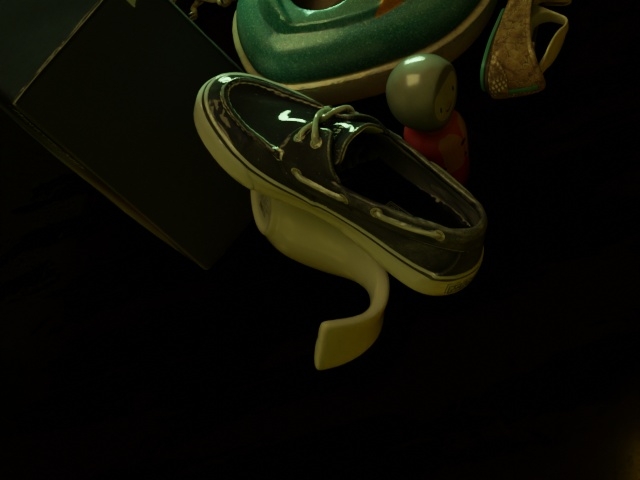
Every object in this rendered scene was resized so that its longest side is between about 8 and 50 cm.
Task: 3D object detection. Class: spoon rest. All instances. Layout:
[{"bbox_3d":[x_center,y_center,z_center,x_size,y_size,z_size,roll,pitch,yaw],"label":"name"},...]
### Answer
[{"bbox_3d":[0.000,0.000,1.764,0.084,0.137,0.276,-4,44,-17],"label":"spoon rest"}]

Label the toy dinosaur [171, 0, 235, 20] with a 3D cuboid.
[{"bbox_3d":[-0.145,-0.301,2.208,0.092,0.053,0.183,-27,48,2],"label":"toy dinosaur"}]

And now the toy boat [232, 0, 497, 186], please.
[{"bbox_3d":[0.063,-0.189,1.795,0.267,0.148,0.318,-23,48,-2],"label":"toy boat"}]

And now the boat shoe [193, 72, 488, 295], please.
[{"bbox_3d":[0.017,-0.071,1.682,0.301,0.102,0.108,38,59,19],"label":"boat shoe"}]

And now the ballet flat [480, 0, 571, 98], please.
[{"bbox_3d":[0.200,-0.214,1.795,0.067,0.073,0.206,7,62,15],"label":"ballet flat"}]

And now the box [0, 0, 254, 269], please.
[{"bbox_3d":[-0.213,-0.160,1.938,0.183,0.296,0.294,-50,38,-4],"label":"box"}]
